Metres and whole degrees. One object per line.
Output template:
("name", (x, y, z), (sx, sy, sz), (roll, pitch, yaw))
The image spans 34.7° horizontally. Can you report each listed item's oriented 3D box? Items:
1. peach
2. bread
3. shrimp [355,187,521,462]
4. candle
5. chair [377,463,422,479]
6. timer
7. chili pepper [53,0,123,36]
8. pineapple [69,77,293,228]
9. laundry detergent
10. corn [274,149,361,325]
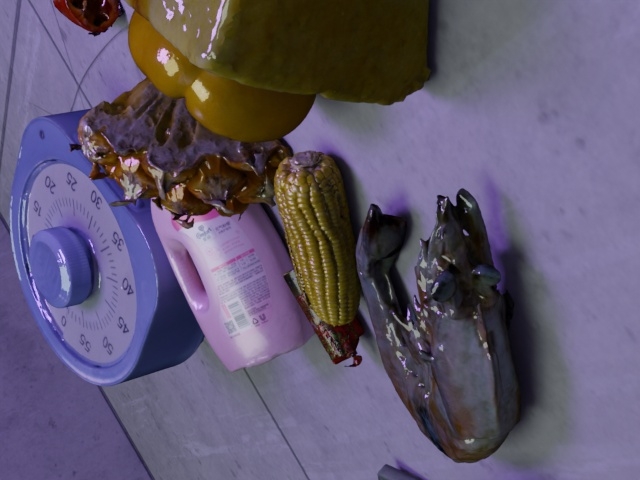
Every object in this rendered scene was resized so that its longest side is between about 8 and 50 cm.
("peach", (-0.086, -0.161, 0.914), (0.179, 0.179, 0.103), (46, 114, 30))
("bread", (-0.003, -0.308, 0.718), (0.233, 0.245, 0.361), (44, 122, 36))
("shrimp", (0.097, 0.068, 0.934), (0.247, 0.085, 0.360), (53, 160, 33))
("candle", (0.010, 0.083, 1.145), (0.130, 0.052, 0.052), (62, 157, -1))
("chair", (0.076, 0.401, 1.212), (0.191, 0.203, 0.274), (21, 145, 40))
("timer", (-0.317, 0.035, 1.466), (0.395, 0.173, 0.394), (17, 114, 43))
("chili pepper", (-0.323, -0.320, 1.349), (0.169, 0.065, 0.088), (26, 138, 59))
("pineapple", (-0.148, -0.116, 1.126), (0.237, 0.186, 0.114), (16, 150, -7))
("laundry detergent", (-0.131, -0.010, 1.246), (0.159, 0.088, 0.335), (-25, 93, 30))
("corn", (0.000, 0.000, 1.048), (0.072, 0.072, 0.203), (34, 146, 46))
